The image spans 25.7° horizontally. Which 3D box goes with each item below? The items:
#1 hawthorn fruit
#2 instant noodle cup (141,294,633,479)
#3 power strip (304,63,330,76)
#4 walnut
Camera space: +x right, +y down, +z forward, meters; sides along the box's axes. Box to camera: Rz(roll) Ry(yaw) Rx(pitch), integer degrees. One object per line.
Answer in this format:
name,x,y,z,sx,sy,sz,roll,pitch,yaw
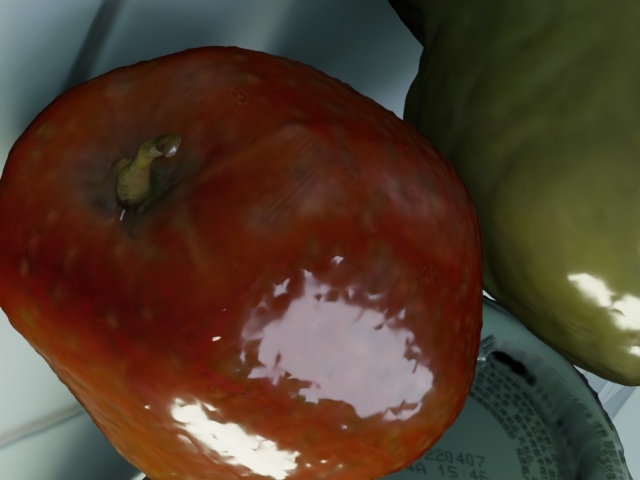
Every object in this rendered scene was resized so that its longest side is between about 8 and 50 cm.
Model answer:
hawthorn fruit,-0.039,0.001,0.448,0.163,0.162,0.203,-51,144,-1
instant noodle cup,0.007,0.150,0.646,0.244,0.244,0.255,-33,163,-44
power strip,0.002,0.002,0.693,0.080,0.048,0.286,-47,162,-7
walnut,0.159,-0.086,0.573,0.282,0.253,0.277,-52,163,6
